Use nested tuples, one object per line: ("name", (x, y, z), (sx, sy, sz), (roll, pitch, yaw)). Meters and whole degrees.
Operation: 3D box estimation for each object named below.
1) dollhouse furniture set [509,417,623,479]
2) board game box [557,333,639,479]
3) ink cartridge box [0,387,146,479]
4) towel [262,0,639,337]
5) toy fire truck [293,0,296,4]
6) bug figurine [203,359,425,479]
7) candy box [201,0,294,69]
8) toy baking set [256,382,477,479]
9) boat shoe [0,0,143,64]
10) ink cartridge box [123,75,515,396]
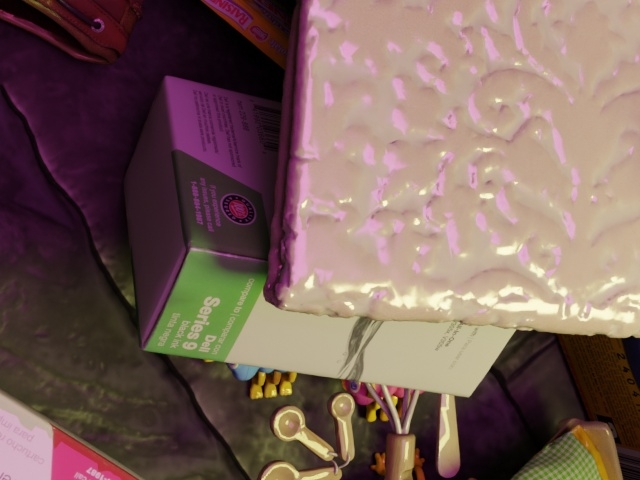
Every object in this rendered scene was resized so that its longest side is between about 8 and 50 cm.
("dollhouse furniture set", (0.264, 0.329, 1.178), (0.197, 0.151, 0.302), (-36, 118, -41))
("board game box", (0.460, 0.061, 1.207), (0.356, 0.356, 0.357), (-26, 100, -20))
("ink cartridge box", (-0.294, 0.266, 1.024), (0.226, 0.131, 0.306), (36, 76, -19))
("towel", (0.125, -0.093, 0.994), (0.331, 0.053, 0.317), (5, 86, -22))
("toy fire truck", (0.090, -0.214, 1.130), (0.158, 0.217, 0.246), (-40, 105, -18))
("bug figurine", (0.012, 0.186, 1.179), (0.216, 0.072, 0.279), (-8, 93, -22))
("candy box", (-0.051, -0.191, 1.135), (0.206, 0.105, 0.027), (38, 111, -18))
("toy baking set", (0.058, 0.189, 1.145), (0.256, 0.030, 0.197), (-35, 110, -22))
("boat shoe", (-0.278, -0.228, 1.035), (0.307, 0.110, 0.105), (18, 83, -21))
("ink cartridge box", (0.000, 0.000, 1.088), (0.289, 0.211, 0.122), (11, 128, -22))
